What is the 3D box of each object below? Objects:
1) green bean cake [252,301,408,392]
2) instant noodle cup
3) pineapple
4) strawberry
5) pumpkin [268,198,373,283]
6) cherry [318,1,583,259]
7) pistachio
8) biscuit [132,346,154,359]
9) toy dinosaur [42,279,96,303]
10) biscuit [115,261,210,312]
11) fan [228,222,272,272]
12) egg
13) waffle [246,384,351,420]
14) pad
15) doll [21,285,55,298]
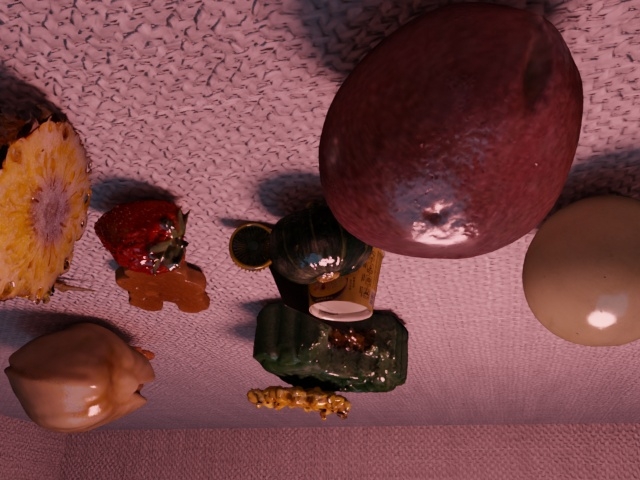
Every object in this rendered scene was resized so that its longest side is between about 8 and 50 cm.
[{"bbox_3d":[0.032,0.253,1.413,0.300,0.169,0.308,-8,152,23],"label":"green bean cake"},{"bbox_3d":[0.040,0.071,1.087,0.151,0.122,0.151,3,153,2],"label":"instant noodle cup"},{"bbox_3d":[-0.473,-0.066,0.762,0.271,0.263,0.262,13,155,5],"label":"pineapple"},{"bbox_3d":[-0.280,-0.008,0.962,0.148,0.131,0.131,21,170,39],"label":"strawberry"},{"bbox_3d":[0.001,0.003,0.941,0.167,0.125,0.167,-12,152,-6],"label":"pumpkin"},{"bbox_3d":[0.130,-0.104,0.613,0.261,0.221,0.308,1,143,-18],"label":"cherry"},{"bbox_3d":[-0.622,0.354,1.574,0.365,0.282,0.445,16,169,-20],"label":"pistachio"},{"bbox_3d":[-0.555,0.342,1.809,0.102,0.019,0.130,-3,155,13],"label":"biscuit"},{"bbox_3d":[-0.573,0.089,1.262,0.161,0.039,0.126,-9,151,18],"label":"toy dinosaur"},{"bbox_3d":[-0.320,0.086,1.234,0.185,0.044,0.295,2,156,-9],"label":"biscuit"},{"bbox_3d":[-0.079,0.011,1.030,0.154,0.082,0.039,-5,161,-11],"label":"fan"},{"bbox_3d":[0.419,0.047,0.907,0.218,0.219,0.269,3,158,-3],"label":"egg"},{"bbox_3d":[-0.039,0.395,1.472,0.262,0.060,0.280,-9,154,41],"label":"waffle"},{"bbox_3d":[-0.025,0.101,1.148,0.003,0.143,0.211,-40,139,16],"label":"pad"},{"bbox_3d":[-0.605,0.062,1.092,0.220,0.136,0.143,-10,157,-4],"label":"doll"}]
